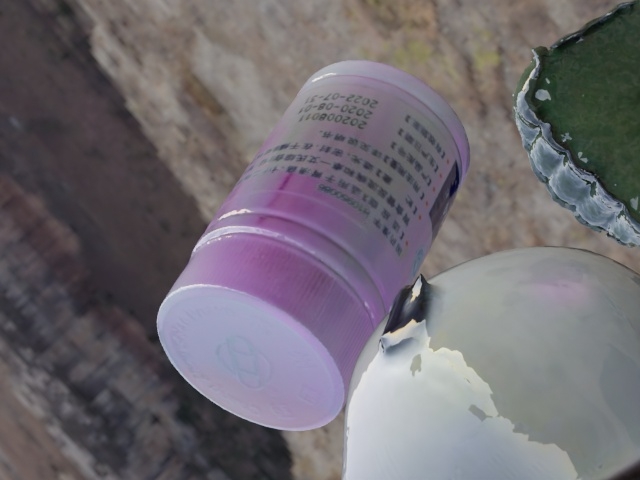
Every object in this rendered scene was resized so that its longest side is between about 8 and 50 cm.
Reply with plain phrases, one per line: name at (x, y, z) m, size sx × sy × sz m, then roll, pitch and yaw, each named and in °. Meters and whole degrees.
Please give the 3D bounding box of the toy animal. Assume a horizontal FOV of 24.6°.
toy animal at (0.090, 0.089, 0.519) m, size 0.138 × 0.166 × 0.179 m, roll -44°, pitch 70°, yaw 45°

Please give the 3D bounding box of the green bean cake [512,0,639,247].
green bean cake at (0.319, -0.126, 1.458) m, size 0.222 × 0.227 × 0.125 m, roll 50°, pitch 167°, yaw 12°

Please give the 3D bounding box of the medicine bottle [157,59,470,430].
medicine bottle at (0.000, 0.000, 1.085) m, size 0.152 × 0.254 × 0.152 m, roll 18°, pitch 140°, yaw 16°
